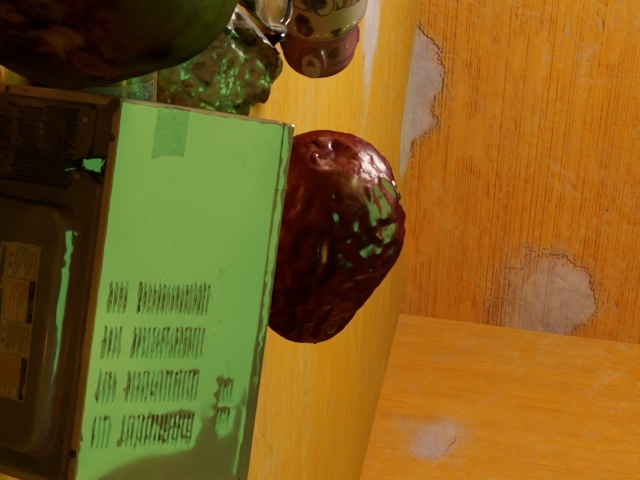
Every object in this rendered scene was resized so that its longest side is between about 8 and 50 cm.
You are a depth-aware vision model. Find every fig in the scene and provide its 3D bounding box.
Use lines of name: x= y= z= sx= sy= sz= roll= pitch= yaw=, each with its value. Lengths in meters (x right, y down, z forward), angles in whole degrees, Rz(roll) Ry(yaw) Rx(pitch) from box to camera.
fig: x=-0.135 y=-0.184 z=1.048 sx=0.181 sy=0.181 sz=0.191 roll=-4 pitch=95 yaw=-82

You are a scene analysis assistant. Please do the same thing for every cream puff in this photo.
cream puff: x=-0.114 y=-0.154 z=1.470 sx=0.121 sy=0.156 sz=0.156 roll=24 pitch=-66 yaw=53

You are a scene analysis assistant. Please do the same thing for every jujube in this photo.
jujube: x=0.000 y=0.000 z=2.148 sx=0.290 sy=0.197 sz=0.197 roll=102 pitch=2 yaw=-48

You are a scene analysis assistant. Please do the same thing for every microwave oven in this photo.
microwave oven: x=-0.137 y=0.029 z=1.177 sx=0.194 sy=0.145 sz=0.240 roll=5 pitch=94 yaw=-46

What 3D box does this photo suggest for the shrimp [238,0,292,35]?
shrimp: x=-0.062 y=-0.309 z=1.647 sx=0.365 sy=0.071 sz=0.233 roll=-77 pitch=153 yaw=-69

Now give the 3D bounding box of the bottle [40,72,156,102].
bottle: x=-0.162 y=-0.013 z=1.325 sx=0.082 sy=0.082 sz=0.286 roll=-64 pitch=159 yaw=-67

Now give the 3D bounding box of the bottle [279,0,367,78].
bottle: x=-0.002 y=-0.298 z=2.106 sx=0.120 sy=0.120 sz=0.253 roll=-75 pitch=168 yaw=-46
